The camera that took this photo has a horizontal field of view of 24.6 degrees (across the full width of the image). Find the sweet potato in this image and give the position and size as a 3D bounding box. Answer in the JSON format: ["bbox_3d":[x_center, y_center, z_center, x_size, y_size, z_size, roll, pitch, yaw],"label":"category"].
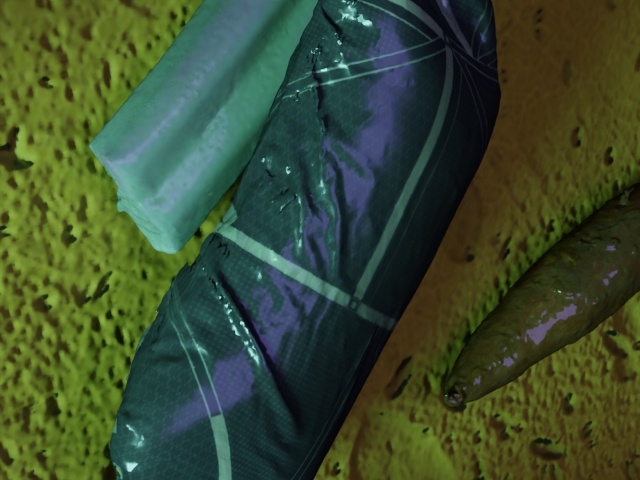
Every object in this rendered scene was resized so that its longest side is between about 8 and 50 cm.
[{"bbox_3d":[0.185,0.015,0.979,0.314,0.066,0.072,-32,113,-29],"label":"sweet potato"}]

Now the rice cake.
[{"bbox_3d":[-0.038,-0.100,0.768,0.222,0.042,0.080,-54,134,-18],"label":"rice cake"}]

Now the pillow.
[{"bbox_3d":[0.000,0.000,0.767,0.335,0.092,0.161,-61,150,-4],"label":"pillow"}]
